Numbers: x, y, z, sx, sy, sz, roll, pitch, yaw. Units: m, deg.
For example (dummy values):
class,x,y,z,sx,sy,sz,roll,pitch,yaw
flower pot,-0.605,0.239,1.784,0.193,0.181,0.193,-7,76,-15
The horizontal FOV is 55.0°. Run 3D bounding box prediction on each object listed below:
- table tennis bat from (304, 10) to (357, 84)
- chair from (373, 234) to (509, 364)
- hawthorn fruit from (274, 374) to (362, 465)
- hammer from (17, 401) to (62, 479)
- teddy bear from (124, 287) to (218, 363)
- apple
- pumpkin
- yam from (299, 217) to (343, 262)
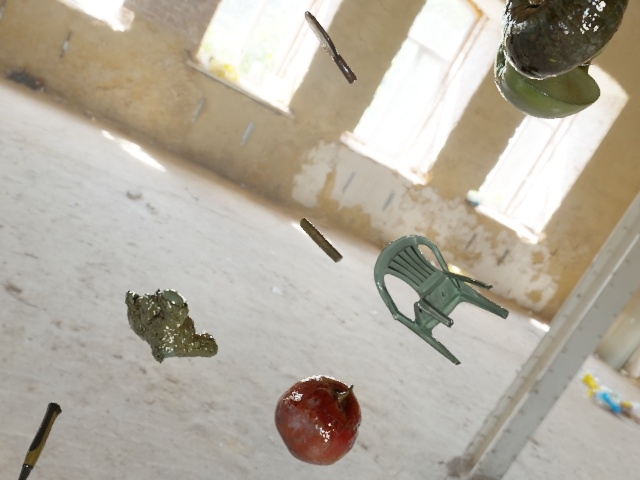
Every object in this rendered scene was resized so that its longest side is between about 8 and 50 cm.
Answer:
class,x,y,z,sx,sy,sz,roll,pitch,yaw
table tennis bat,0.059,-0.420,1.241,0.169,0.119,0.107,54,4,-10
chair,0.283,0.127,1.512,0.275,0.203,0.190,32,-22,46
hawthorn fruit,0.013,0.461,1.657,0.242,0.271,0.241,22,32,-15
hammer,-0.471,0.356,0.991,0.078,0.021,0.200,51,37,-41
teddy bear,-0.428,0.226,1.675,0.256,0.156,0.267,28,-27,49
apple,0.589,-0.464,1.601,0.258,0.294,0.233,7,1,-1
pumpkin,0.416,-0.379,1.062,0.162,0.218,0.219,26,13,-30
yam,0.000,0.000,1.570,0.145,0.032,0.032,45,17,13
